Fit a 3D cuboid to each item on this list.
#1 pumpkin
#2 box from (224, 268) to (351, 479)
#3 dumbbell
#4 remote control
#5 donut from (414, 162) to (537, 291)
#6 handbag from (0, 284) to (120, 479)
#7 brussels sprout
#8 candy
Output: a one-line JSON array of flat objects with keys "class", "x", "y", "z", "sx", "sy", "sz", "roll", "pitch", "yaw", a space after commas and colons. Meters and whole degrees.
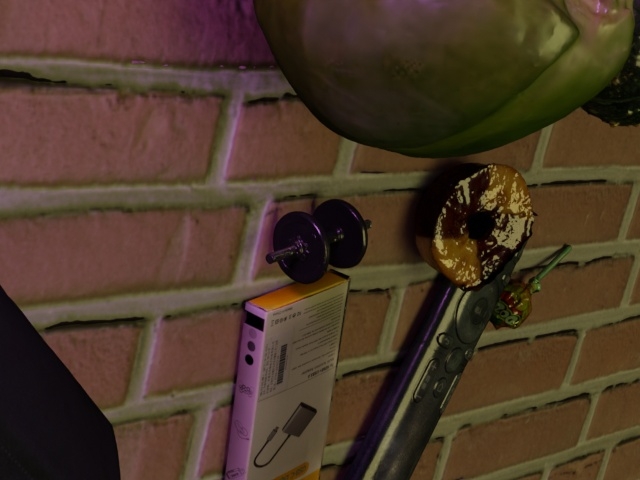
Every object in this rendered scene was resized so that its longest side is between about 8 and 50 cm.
[{"class": "pumpkin", "x": 0.346, "y": -0.217, "z": 1.752, "sx": 0.190, "sy": 0.146, "sz": 0.190, "roll": -21, "pitch": 138, "yaw": -20}, {"class": "box", "x": -0.036, "y": 0.157, "z": 1.565, "sx": 0.129, "sy": 0.033, "sz": 0.247, "roll": -19, "pitch": 125, "yaw": -48}, {"class": "dumbbell", "x": 0.000, "y": 0.000, "z": 1.482, "sx": 0.147, "sy": 0.069, "sz": 0.069, "roll": -18, "pitch": 125, "yaw": -47}, {"class": "remote control", "x": 0.125, "y": 0.146, "z": 1.769, "sx": 0.377, "sy": 0.044, "sz": 0.107, "roll": -63, "pitch": 150, "yaw": -3}, {"class": "donut", "x": 0.160, "y": -0.018, "z": 1.678, "sx": 0.140, "sy": 0.059, "sz": 0.140, "roll": -13, "pitch": 112, "yaw": -34}, {"class": "handbag", "x": -0.312, "y": 0.126, "z": 1.074, "sx": 0.302, "sy": 0.275, "sz": 0.178, "roll": 61, "pitch": 16, "yaw": -48}, {"class": "brussels sprout", "x": 0.099, "y": -0.233, "z": 1.282, "sx": 0.276, "sy": 0.315, "sz": 0.371, "roll": 39, "pitch": 49, "yaw": -32}, {"class": "candy", "x": 0.256, "y": 0.047, "z": 1.893, "sx": 0.201, "sy": 0.060, "sz": 0.060, "roll": -34, "pitch": 136, "yaw": -49}]
